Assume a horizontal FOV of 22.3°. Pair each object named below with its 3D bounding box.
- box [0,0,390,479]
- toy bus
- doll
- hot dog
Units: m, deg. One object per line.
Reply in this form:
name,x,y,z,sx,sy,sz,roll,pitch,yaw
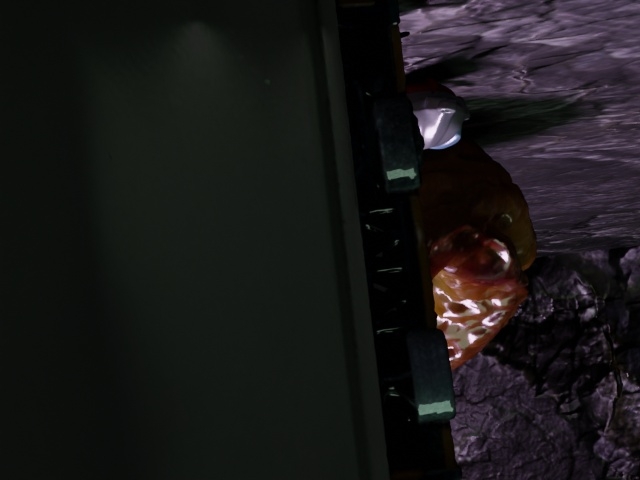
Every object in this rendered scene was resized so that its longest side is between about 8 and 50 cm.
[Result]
box,-0.097,0.005,0.389,0.117,0.225,0.225,-9,174,32
toy bus,0.000,0.000,0.671,0.098,0.201,0.114,-8,-177,2
doll,0.053,-0.066,0.866,0.057,0.039,0.114,28,-179,-9
hot dog,-0.033,0.034,1.116,0.388,0.174,0.267,-10,172,39
